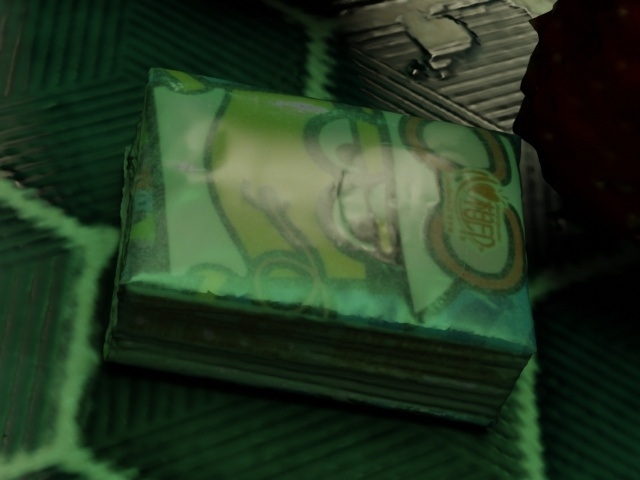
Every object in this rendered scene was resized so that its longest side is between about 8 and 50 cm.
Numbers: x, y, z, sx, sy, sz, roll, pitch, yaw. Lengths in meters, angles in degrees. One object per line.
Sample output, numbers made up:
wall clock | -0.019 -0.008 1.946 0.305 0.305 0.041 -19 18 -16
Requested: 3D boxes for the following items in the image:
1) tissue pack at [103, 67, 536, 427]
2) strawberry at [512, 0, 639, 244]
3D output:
tissue pack | 0.000 0.000 0.625 0.155 0.065 0.115 9 49 -8
strawberry | 0.223 -0.100 0.642 0.277 0.257 0.257 12 42 27
